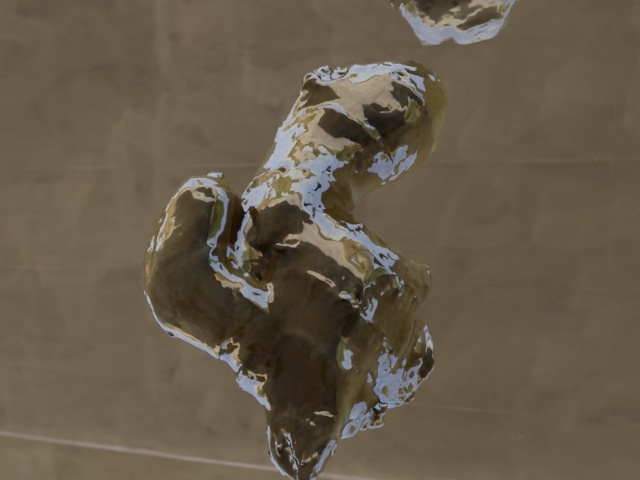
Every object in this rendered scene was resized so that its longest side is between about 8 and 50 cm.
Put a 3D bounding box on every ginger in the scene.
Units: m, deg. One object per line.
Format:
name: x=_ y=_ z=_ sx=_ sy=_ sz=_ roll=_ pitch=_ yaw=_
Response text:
ginger: x=0.108 y=-0.181 z=0.525 sx=0.069 sy=0.051 sz=0.173 roll=47 pitch=-62 yaw=15
ginger: x=0.010 y=0.001 z=0.403 sx=0.133 sy=0.214 sz=0.059 roll=40 pitch=-37 yaw=5
